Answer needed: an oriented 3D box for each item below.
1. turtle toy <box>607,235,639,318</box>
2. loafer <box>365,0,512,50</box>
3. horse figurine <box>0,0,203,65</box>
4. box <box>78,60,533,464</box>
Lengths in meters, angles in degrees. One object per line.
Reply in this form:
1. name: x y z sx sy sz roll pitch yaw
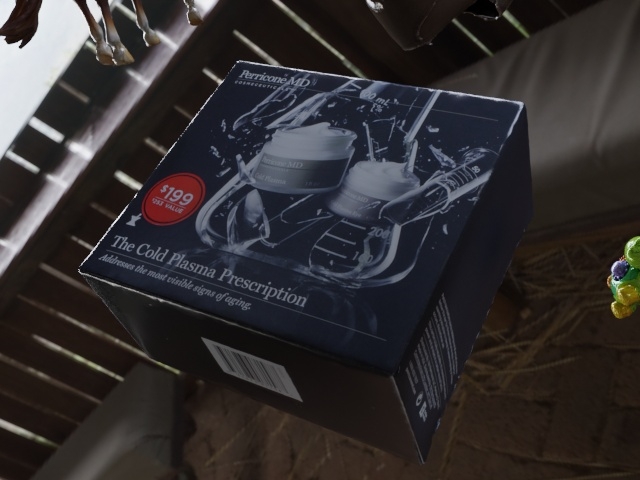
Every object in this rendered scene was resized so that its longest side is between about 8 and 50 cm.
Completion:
1. turtle toy: 0.408 0.040 0.998 0.095 0.130 0.066 -25 62 -1
2. loafer: 0.197 -0.346 0.999 0.366 0.130 0.134 -31 28 -22
3. horse figurine: -0.167 -0.226 0.596 0.066 0.174 0.263 -13 22 18
4. box: 0.000 0.000 0.806 0.343 0.179 0.312 14 57 27
